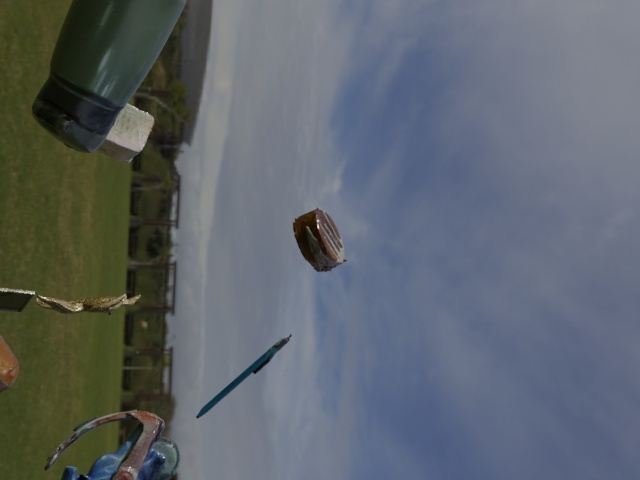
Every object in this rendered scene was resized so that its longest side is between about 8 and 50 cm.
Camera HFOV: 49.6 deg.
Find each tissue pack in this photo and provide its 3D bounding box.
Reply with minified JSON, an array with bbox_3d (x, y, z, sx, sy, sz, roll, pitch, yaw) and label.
[{"bbox_3d":[-0.559,-0.300,1.846,0.124,0.185,0.225,-66,-160,-10],"label":"tissue pack"}]

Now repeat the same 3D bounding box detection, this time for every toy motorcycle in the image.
[{"bbox_3d":[-0.515,0.558,1.697,0.241,0.319,0.182,37,-28,22],"label":"toy motorcycle"}]

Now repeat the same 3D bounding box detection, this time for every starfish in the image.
[{"bbox_3d":[-0.586,0.153,1.724,0.235,0.277,0.062,-2,-90,41],"label":"starfish"}]

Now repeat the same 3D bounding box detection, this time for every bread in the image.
[{"bbox_3d":[0.000,0.000,1.712,0.160,0.073,0.160,56,18,-29],"label":"bread"}]

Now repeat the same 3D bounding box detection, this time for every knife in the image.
[{"bbox_3d":[-0.180,0.323,1.636,0.026,0.296,0.044,48,1,2],"label":"knife"}]

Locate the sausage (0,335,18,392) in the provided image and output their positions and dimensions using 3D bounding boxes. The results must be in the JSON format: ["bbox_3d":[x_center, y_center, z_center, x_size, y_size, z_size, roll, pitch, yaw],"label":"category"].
[{"bbox_3d":[-0.558,0.105,1.023,0.302,0.076,0.103,42,-25,16],"label":"sausage"}]

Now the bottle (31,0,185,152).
[{"bbox_3d":[-0.381,-0.320,1.210,0.347,0.168,0.168,-59,-160,10],"label":"bottle"}]

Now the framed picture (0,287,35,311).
[{"bbox_3d":[-0.717,0.127,1.517,0.109,0.149,0.011,-36,-126,44],"label":"framed picture"}]
